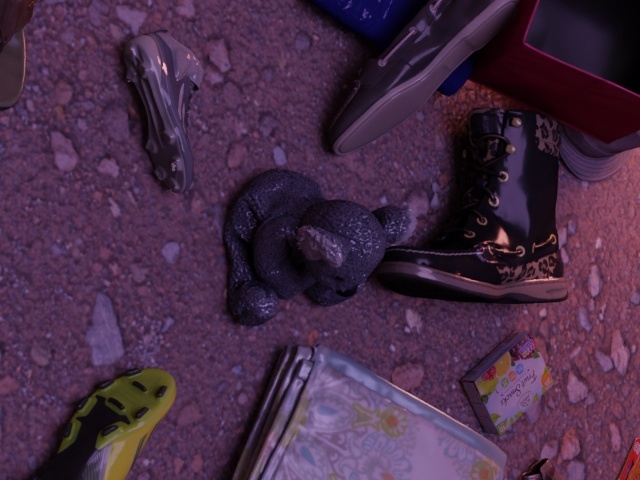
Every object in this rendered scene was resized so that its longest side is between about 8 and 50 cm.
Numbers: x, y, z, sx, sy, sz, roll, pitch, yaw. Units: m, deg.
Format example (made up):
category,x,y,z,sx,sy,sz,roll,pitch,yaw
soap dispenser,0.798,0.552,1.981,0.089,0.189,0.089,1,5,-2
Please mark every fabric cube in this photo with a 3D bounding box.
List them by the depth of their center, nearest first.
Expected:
category,x,y,z,sx,sy,sz,roll,pitch,yaw
fabric cube,0.404,-0.316,2.049,0.259,0.258,0.254,23,80,-8

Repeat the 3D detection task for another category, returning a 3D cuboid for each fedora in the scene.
category,x,y,z,sx,sy,sz,roll,pitch,yaw
fedora,0.474,-0.236,2.269,0.244,0.124,0.275,-23,102,-35

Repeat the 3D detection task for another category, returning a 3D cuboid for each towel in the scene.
category,x,y,z,sx,sy,sz,roll,pitch,yaw
towel,0.058,0.349,1.900,0.374,0.090,0.320,31,65,-16
towel,0.122,-0.373,2.047,0.308,0.076,0.227,30,77,-33

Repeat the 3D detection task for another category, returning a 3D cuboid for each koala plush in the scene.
category,x,y,z,sx,sy,sz,roll,pitch,yaw
koala plush,0.000,0.000,1.838,0.196,0.221,0.203,-14,96,-36

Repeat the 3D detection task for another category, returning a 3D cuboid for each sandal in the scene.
category,x,y,z,sx,sy,sz,roll,pitch,yaw
sandal,-0.383,-0.303,1.646,0.120,0.086,0.302,7,84,-37

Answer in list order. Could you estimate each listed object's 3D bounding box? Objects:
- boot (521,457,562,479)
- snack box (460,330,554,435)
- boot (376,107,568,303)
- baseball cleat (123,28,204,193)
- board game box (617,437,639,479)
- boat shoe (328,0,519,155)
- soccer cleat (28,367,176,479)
category,x,y,z,sx,sy,sz,roll,pitch,yaw
boot,0.365,0.381,2.210,0.118,0.042,0.087,-27,102,-35
snack box,0.287,0.217,2.160,0.141,0.037,0.100,-38,111,-32
boot,0.233,-0.052,2.068,0.377,0.138,0.284,6,85,-41
baseball cleat,-0.181,-0.168,1.804,0.109,0.072,0.205,-26,107,-42
board game box,0.591,0.451,2.384,0.259,0.039,0.124,41,64,-25
boat shoe,0.127,-0.256,1.981,0.335,0.095,0.112,-41,161,5
soccer cleat,-0.272,0.277,1.722,0.289,0.093,0.121,-53,148,-31
